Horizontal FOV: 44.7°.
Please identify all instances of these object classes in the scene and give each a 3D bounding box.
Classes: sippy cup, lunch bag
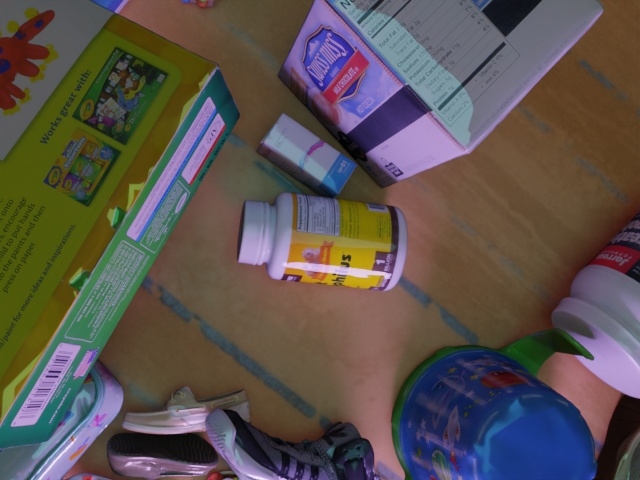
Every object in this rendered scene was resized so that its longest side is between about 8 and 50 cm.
[{"bbox_3d":[0.233,0.263,1.021,0.239,0.224,0.306,5,87,-10],"label":"sippy cup"},{"bbox_3d":[-0.404,0.218,0.939,0.224,0.108,0.279,40,79,11],"label":"lunch bag"}]

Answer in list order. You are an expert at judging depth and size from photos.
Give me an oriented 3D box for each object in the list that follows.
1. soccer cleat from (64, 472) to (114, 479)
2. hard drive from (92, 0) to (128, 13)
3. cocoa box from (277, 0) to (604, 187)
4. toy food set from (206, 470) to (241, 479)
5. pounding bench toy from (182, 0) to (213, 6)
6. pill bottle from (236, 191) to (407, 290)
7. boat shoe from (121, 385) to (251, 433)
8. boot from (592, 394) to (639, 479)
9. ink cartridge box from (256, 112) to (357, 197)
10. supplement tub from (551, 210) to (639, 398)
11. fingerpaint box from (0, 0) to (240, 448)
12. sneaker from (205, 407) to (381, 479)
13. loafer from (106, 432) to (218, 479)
[{"bbox_3d":[-0.248,0.348,1.011,0.196,0.076,0.068,31,54,-26],"label":"soccer cleat"},{"bbox_3d":[-0.349,-0.376,1.026,0.210,0.040,0.319,37,82,-8],"label":"hard drive"},{"bbox_3d":[0.118,-0.238,0.955,0.228,0.347,0.231,45,81,-6],"label":"cocoa box"},{"bbox_3d":[-0.125,0.351,1.051,0.083,0.020,0.083,-9,89,-11],"label":"toy food set"},{"bbox_3d":[-0.150,-0.351,1.058,0.083,0.052,0.065,12,86,-10],"label":"pounding bench toy"},{"bbox_3d":[0.000,0.000,1.040,0.214,0.117,0.117,7,87,-10],"label":"pill bottle"},{"bbox_3d":[-0.176,0.221,1.029,0.169,0.063,0.059,2,85,-20],"label":"boat shoe"},{"bbox_3d":[0.506,0.319,1.147,0.165,0.077,0.213,24,89,-9],"label":"boot"},{"bbox_3d":[-0.021,-0.112,1.054,0.122,0.088,0.052,33,82,-8],"label":"ink cartridge box"},{"bbox_3d":[0.479,0.066,1.092,0.272,0.191,0.191,-43,96,-10],"label":"supplement tub"},{"bbox_3d":[-0.363,-0.059,0.864,0.371,0.163,0.445,28,82,8],"label":"fingerpaint box"},{"bbox_3d":[-0.027,0.279,1.022,0.153,0.101,0.269,-44,114,-15],"label":"sneaker"},{"bbox_3d":[-0.209,0.285,1.024,0.147,0.056,0.050,13,122,-17],"label":"loafer"}]
